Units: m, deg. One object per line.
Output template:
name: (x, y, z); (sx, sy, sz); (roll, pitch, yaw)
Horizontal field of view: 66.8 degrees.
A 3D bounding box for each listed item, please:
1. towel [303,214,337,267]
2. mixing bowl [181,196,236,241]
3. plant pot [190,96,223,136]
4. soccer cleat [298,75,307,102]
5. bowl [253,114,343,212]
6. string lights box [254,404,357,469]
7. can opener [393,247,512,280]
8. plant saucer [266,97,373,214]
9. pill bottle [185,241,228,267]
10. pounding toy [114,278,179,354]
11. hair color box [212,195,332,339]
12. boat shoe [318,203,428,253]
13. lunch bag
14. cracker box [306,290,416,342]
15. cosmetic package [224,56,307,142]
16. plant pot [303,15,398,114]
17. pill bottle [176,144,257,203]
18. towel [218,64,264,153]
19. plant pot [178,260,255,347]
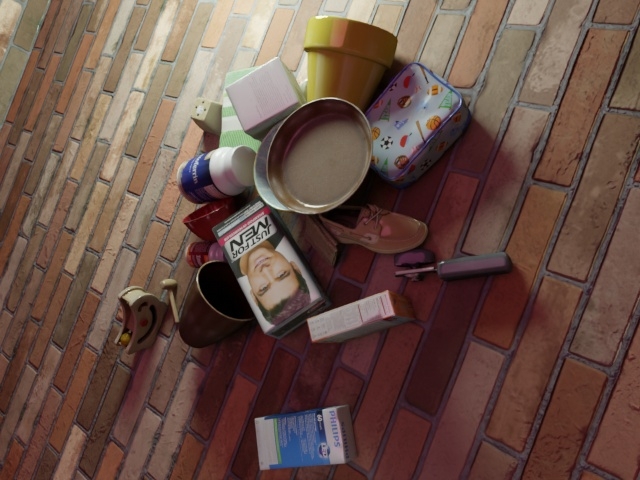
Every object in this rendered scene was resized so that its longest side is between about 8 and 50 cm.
towel: (0.000, 0.000, 1.363); (0.027, 0.110, 0.148); (-26, 62, -22)
mixing bowl: (-0.335, -0.060, 1.543); (0.181, 0.181, 0.098); (-16, 111, 26)
plant pot: (-0.381, -0.435, 1.676); (0.108, 0.096, 0.109); (23, 90, 31)
soccer cleat: (-0.060, -0.430, 1.514); (0.196, 0.068, 0.076); (-43, 67, 23)
bowl: (-0.031, -0.204, 1.390); (0.289, 0.156, 0.290); (-7, 76, 28)
string lights box: (-0.043, 0.520, 1.281); (0.259, 0.076, 0.134); (-17, 72, 26)
can opener: (0.313, 0.049, 1.186); (0.283, 0.076, 0.095); (-11, 75, 26)
plant saucer: (0.001, -0.213, 1.255); (0.310, 0.050, 0.311); (-7, 75, 28)
pill bottle: (-0.352, 0.046, 1.556); (0.151, 0.086, 0.086); (-1, 78, 30)
pounding toy: (-0.574, 0.249, 1.598); (0.154, 0.154, 0.270); (22, 91, 31)
hair color box: (-0.145, 0.072, 1.398); (0.185, 0.113, 0.375); (-35, 64, 5)
boat shoe: (0.130, -0.042, 1.280); (0.302, 0.098, 0.109); (9, 59, 34)
lunch bag: (0.232, -0.311, 1.293); (0.303, 0.115, 0.243); (-47, 59, 13)
cracker box: (0.104, 0.198, 1.224); (0.232, 0.155, 0.067); (-22, 68, 23)
cosmetic package: (-0.149, -0.405, 1.423); (0.183, 0.151, 0.152); (-25, 84, 12)
plant pot: (0.065, -0.466, 1.357); (0.253, 0.254, 0.239); (20, 104, 31)
pill bottle: (-0.318, -0.208, 1.531); (0.264, 0.153, 0.153); (-9, 74, 39)
towel: (-0.232, -0.396, 1.580); (0.247, 0.038, 0.325); (5, 90, 35)
plant pot: (-0.323, 0.215, 1.454); (0.230, 0.215, 0.215); (-48, 60, 29)
